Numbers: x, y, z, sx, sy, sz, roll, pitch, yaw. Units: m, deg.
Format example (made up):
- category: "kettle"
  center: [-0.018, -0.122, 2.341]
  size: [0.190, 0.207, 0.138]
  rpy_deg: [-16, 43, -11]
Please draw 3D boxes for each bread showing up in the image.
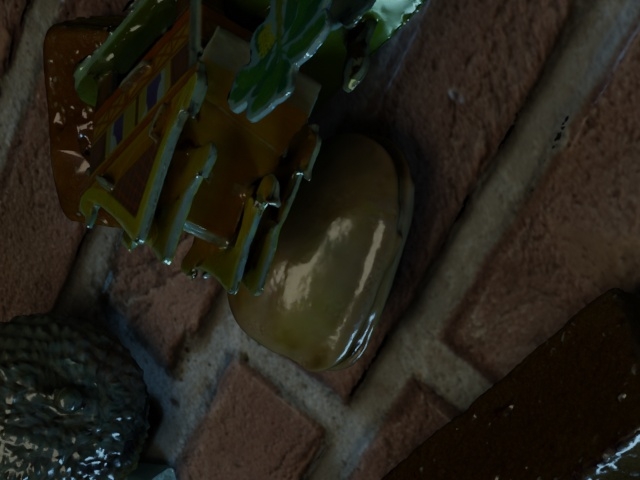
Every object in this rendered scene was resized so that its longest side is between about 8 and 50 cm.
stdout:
- category: "bread"
  center: [-0.219, -0.132, 1.624]
  size: [0.184, 0.110, 0.234]
  rpy_deg: [9, 112, 31]
- category: "bread"
  center: [0.210, 0.224, 1.430]
  size: [0.416, 0.113, 0.165]
  rpy_deg: [-47, 45, 38]

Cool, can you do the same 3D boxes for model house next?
- category: "model house"
  center: [-0.057, -0.107, 1.353]
  size: [0.357, 0.242, 0.313]
  rpy_deg: [-40, 39, 32]

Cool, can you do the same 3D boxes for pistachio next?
- category: "pistachio"
  center: [0.000, 0.000, 1.495]
  size: [0.212, 0.163, 0.260]
  rpy_deg: [38, 108, 35]

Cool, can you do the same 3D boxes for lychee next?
- category: "lychee"
  center: [-0.337, 0.217, 1.768]
  size: [0.255, 0.255, 0.274]
  rpy_deg: [52, 155, 7]

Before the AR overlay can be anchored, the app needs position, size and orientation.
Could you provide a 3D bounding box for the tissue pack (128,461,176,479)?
- category: "tissue pack"
  center: [-0.297, 0.377, 1.890]
  size: [0.263, 0.089, 0.177]
  rpy_deg: [1, 110, 36]
